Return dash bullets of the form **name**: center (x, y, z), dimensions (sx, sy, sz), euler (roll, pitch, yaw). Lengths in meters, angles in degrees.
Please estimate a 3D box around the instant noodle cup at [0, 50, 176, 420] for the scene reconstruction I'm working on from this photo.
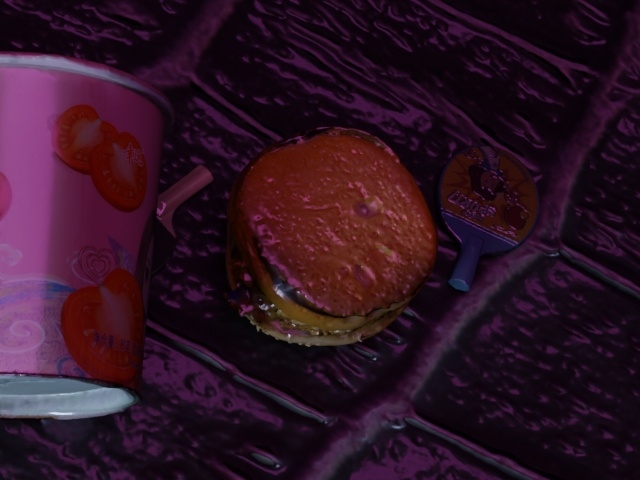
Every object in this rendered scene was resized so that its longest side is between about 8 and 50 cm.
- **instant noodle cup**: center (-0.232, 0.008, 1.110), dimensions (0.243, 0.243, 0.231), euler (4, 73, -16)

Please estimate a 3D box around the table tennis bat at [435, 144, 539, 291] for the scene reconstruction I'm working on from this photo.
- **table tennis bat**: center (0.148, -0.021, 1.354), dimensions (0.100, 0.019, 0.155), euler (26, 60, -6)

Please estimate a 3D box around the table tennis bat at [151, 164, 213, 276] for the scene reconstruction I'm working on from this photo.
- **table tennis bat**: center (-0.153, -0.016, 1.259), dimensions (0.156, 0.013, 0.087), euler (-38, 82, -27)

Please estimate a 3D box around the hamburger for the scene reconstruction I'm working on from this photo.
- **hamburger**: center (0.004, -0.007, 1.246), dimensions (0.182, 0.118, 0.191), euler (1, 70, -20)
